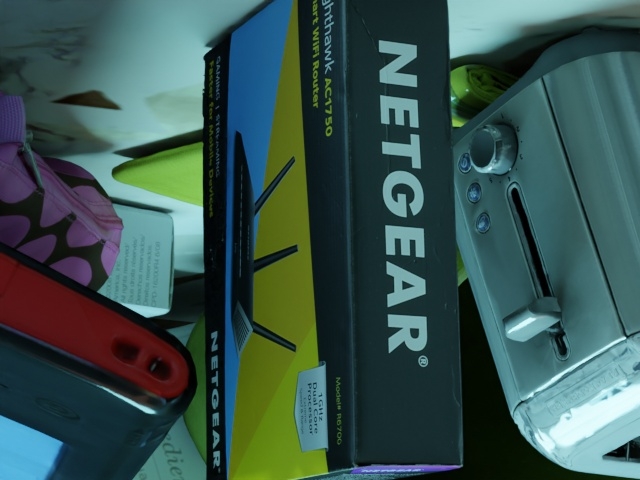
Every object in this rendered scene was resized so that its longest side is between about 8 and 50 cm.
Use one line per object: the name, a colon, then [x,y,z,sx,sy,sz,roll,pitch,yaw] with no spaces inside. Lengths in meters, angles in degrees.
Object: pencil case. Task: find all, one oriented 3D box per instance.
pencil case: [-0.151,-0.020,0.794,0.098,0.095,0.209,-17,168,4]

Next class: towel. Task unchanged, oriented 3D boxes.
towel: [0.014,-0.043,0.832,0.102,0.021,0.237,18,160,-42]

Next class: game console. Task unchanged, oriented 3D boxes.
game console: [-0.240,0.038,0.766,0.342,0.060,0.386,28,158,-4]

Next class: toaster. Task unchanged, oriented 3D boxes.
toaster: [0.161,0.015,0.729,0.227,0.146,0.129,10,149,-34]

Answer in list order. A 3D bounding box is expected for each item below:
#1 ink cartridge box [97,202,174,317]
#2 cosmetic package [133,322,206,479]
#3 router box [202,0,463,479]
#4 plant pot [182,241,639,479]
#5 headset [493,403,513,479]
ink cartridge box: [-0.309,0.013,1.002,0.330,0.071,0.324,10,165,-42]
cosmetic package: [-0.183,0.258,1.217,0.393,0.327,0.329,-12,172,-42]
router box: [0.000,0.000,0.649,0.046,0.179,0.133,4,167,-25]
plant pot: [0.050,0.105,1.030,0.274,0.275,0.293,10,-179,-35]
headset: [0.301,0.182,1.133,0.394,0.243,0.185,30,174,14]
